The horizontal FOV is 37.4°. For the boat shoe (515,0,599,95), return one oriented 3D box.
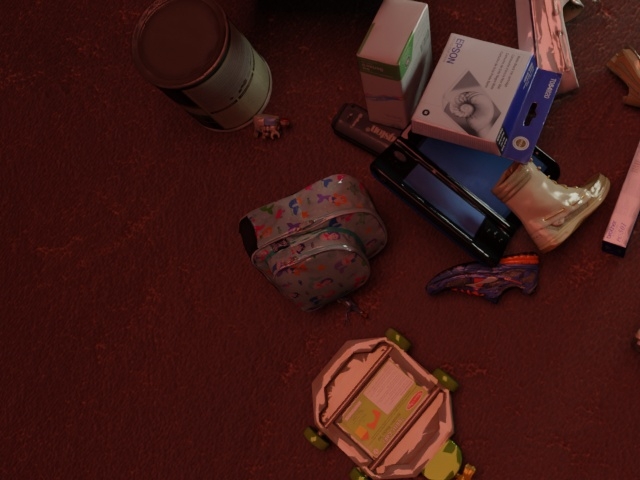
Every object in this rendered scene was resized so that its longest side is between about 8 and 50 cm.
[{"bbox_3d":[0.457,-0.460,1.827,0.157,0.136,0.367,-5,80,15],"label":"boat shoe"}]

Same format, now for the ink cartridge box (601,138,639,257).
[{"bbox_3d":[0.571,-0.079,1.732,0.046,0.097,0.207,20,84,18],"label":"ink cartridge box"}]

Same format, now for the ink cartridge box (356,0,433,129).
[{"bbox_3d":[0.149,-0.339,1.829,0.093,0.212,0.154,16,66,20],"label":"ink cartridge box"}]

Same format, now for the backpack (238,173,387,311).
[{"bbox_3d":[0.000,0.000,1.799,0.254,0.225,0.191,-31,55,4],"label":"backpack"}]

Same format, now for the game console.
[{"bbox_3d":[0.275,-0.130,1.756,0.293,0.250,0.173,39,117,3],"label":"game console"}]

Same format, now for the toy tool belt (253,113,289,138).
[{"bbox_3d":[-0.103,-0.236,1.984,0.083,0.052,0.051,11,113,21],"label":"toy tool belt"}]

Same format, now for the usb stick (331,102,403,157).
[{"bbox_3d":[0.149,-0.191,1.900,0.278,0.045,0.077,31,88,20],"label":"usb stick"}]

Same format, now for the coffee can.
[{"bbox_3d":[-0.233,-0.356,1.920,0.202,0.275,0.201,-3,77,15],"label":"coffee can"}]

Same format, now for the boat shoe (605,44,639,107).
[{"bbox_3d":[0.607,-0.277,1.789,0.072,0.068,0.190,-34,61,19],"label":"boat shoe"}]

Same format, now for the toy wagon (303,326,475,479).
[{"bbox_3d":[0.143,0.344,1.777,0.344,0.068,0.267,40,91,19],"label":"toy wagon"}]

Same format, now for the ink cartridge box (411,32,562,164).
[{"bbox_3d":[0.308,-0.264,1.735,0.224,0.045,0.223,18,65,15],"label":"ink cartridge box"}]

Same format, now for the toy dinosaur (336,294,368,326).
[{"bbox_3d":[0.058,0.123,1.863,0.082,0.047,0.090,15,72,0],"label":"toy dinosaur"}]

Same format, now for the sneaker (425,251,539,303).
[{"bbox_3d":[0.306,0.080,1.783,0.221,0.083,0.087,-11,88,18],"label":"sneaker"}]

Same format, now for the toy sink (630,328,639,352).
[{"bbox_3d":[0.625,0.164,1.637,0.131,0.153,0.234,32,89,19],"label":"toy sink"}]

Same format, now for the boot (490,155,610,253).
[{"bbox_3d":[0.424,-0.097,1.734,0.165,0.077,0.213,48,64,0],"label":"boot"}]
